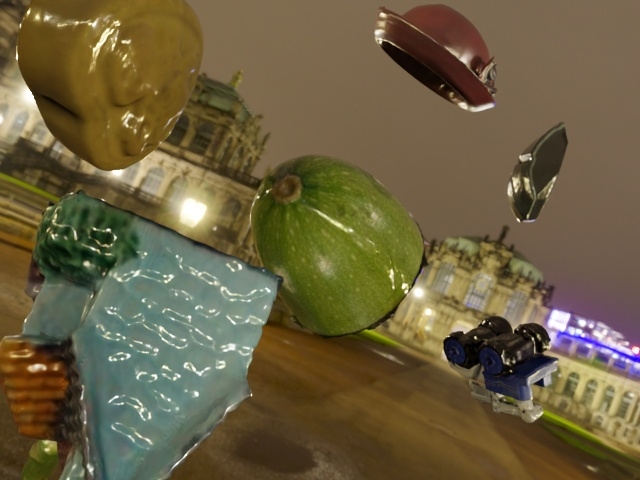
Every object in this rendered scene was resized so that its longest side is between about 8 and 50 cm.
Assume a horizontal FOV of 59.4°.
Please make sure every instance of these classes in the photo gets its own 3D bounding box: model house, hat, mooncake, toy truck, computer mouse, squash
[{"bbox_3d":[-0.274,0.185,0.705,0.297,0.339,0.360,25,-29,-21],"label":"model house"},{"bbox_3d":[0.165,-0.259,0.757,0.205,0.089,0.205,36,11,-8],"label":"hat"},{"bbox_3d":[-0.231,-0.208,0.676,0.117,0.235,0.235,30,-4,14],"label":"mooncake"},{"bbox_3d":[0.372,0.263,1.163,0.161,0.177,0.213,-16,10,-31],"label":"toy truck"},{"bbox_3d":[0.327,-0.106,0.860,0.062,0.192,0.106,21,-31,12],"label":"computer mouse"},{"bbox_3d":[-0.007,-0.030,0.998,0.310,0.310,0.309,19,-23,43],"label":"squash"}]

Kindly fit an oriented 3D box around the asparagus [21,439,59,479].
[{"bbox_3d":[-0.547,0.432,1.116,0.067,0.277,0.060,-25,73,-43],"label":"asparagus"}]
